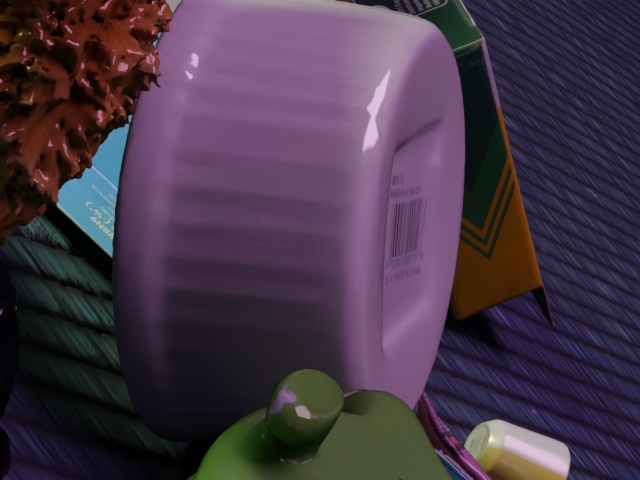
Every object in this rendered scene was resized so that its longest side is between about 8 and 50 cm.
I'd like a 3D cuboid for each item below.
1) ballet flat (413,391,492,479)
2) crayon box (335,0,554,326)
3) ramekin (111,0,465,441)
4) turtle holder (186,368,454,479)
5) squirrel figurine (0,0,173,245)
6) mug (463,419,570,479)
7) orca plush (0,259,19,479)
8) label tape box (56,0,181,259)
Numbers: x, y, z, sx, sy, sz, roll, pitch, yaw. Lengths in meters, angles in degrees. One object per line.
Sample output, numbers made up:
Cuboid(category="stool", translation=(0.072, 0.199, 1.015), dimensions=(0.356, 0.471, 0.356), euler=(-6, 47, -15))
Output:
Cuboid(category="ballet flat", translation=(0.052, 0.131, 1.304), dimensions=(0.221, 0.077, 0.079), euler=(49, 3, -8))
Cuboid(category="crayon box", translation=(0.091, -0.084, 1.570), dimensions=(0.203, 0.083, 0.323), euler=(-115, -177, -46))
Cuboid(category="ramekin", translation=(-0.007, -0.011, 1.129), dimensions=(0.135, 0.277, 0.277), euler=(8, 15, 16))
Cuboid(category="turtle holder", translation=(-0.016, 0.190, 0.852), dimensions=(0.243, 0.227, 0.320), euler=(18, 35, -49))
Cuboid(category="squirrel figurine", translation=(-0.128, -0.164, 0.874), dimensions=(0.281, 0.397, 0.370), euler=(-2, 25, -20))
Cuboid(category="mug", translation=(0.139, 0.165, 1.410), dimensions=(0.064, 0.062, 0.078), euler=(30, 20, -19))
Cuboid(category="orca plush", translation=(-0.200, 0.049, 0.922), dimensions=(0.151, 0.102, 0.287), euler=(49, 22, 5))
Cuboid(category="label tape box", translation=(-0.122, -0.128, 1.347), dimensions=(0.240, 0.106, 0.334), euler=(42, 21, 2))
